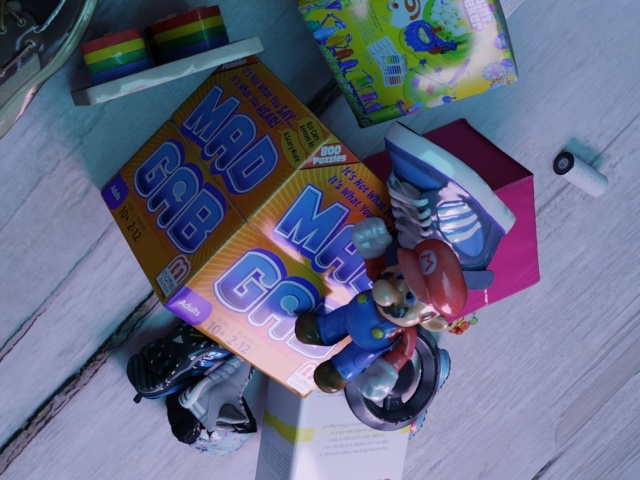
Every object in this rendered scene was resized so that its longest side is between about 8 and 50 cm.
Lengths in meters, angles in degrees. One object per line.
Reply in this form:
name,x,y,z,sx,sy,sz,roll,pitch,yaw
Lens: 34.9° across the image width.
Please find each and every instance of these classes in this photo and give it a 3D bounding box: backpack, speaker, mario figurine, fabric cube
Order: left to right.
backpack,-0.220,0.362,2.059,0.115,0.152,0.182,-41,137,24
mario figurine,0.071,0.100,1.468,0.198,0.170,0.320,42,130,-8
fabric cube,0.246,-0.036,1.955,0.259,0.254,0.258,-23,128,-13
speaker,0.561,-0.141,2.186,0.136,0.055,0.055,24,108,-38

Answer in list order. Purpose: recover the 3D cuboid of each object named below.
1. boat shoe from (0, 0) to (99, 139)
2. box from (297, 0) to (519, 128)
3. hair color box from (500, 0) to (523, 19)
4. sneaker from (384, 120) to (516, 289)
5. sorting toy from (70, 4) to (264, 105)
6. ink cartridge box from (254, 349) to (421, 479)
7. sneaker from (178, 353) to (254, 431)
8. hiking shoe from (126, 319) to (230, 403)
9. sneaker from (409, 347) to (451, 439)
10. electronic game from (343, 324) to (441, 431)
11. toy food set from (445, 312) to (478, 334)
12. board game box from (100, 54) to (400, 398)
boat shoe,-0.446,-0.295,1.481,0.123,0.123,0.342,29,111,-41
box,0.141,-0.367,1.627,0.279,0.177,0.290,-15,141,15
hair color box,0.238,-0.528,1.704,0.174,0.105,0.347,-46,132,9
sneaker,0.145,-0.009,1.523,0.236,0.130,0.323,-52,136,3
sorting toy,-0.247,-0.282,1.520,0.257,0.255,0.089,-20,103,-15
ink cartridge box,0.038,0.344,2.097,0.279,0.160,0.385,2,103,-31
sneaker,-0.166,0.303,1.992,0.228,0.132,0.086,-33,174,-46
hiking shoe,-0.238,0.203,1.971,0.304,0.113,0.132,-27,161,-19
sneaker,0.186,0.341,2.305,0.125,0.104,0.262,19,107,-18
electronic game,0.144,0.264,2.011,0.229,0.048,0.229,-4,97,-30
toy food set,0.315,0.180,2.296,0.082,0.020,0.083,-44,131,4
board game box,-0.080,-0.031,1.704,0.356,0.356,0.356,-45,131,4
